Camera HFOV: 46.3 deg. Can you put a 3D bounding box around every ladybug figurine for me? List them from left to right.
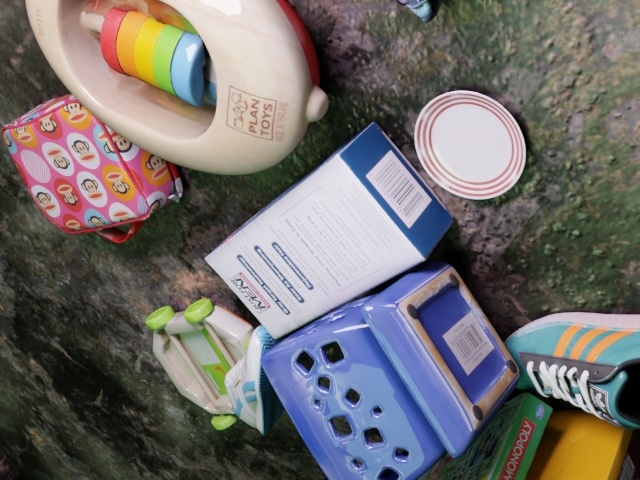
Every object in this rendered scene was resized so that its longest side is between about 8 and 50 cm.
[{"bbox_3d":[-0.174,-0.252,0.957,0.449,0.162,0.305,29,134,18],"label":"ladybug figurine"}]

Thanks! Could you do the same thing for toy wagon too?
[{"bbox_3d":[-0.171,0.228,1.387,0.344,0.068,0.267,-14,112,41],"label":"toy wagon"}]

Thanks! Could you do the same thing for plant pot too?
[{"bbox_3d":[0.106,0.169,0.958,0.212,0.236,0.236,-36,83,35],"label":"plant pot"}]

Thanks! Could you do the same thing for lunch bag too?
[{"bbox_3d":[-0.373,-0.114,1.242,0.293,0.120,0.258,-5,118,39],"label":"lunch bag"}]

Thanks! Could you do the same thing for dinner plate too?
[{"bbox_3d":[0.179,-0.115,0.899,0.141,0.017,0.141,20,132,24],"label":"dinner plate"}]

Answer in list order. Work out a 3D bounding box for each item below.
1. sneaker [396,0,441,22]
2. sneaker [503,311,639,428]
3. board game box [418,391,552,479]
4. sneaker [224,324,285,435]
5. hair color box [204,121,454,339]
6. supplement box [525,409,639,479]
[{"bbox_3d":[0.081,-0.284,0.784,0.261,0.104,0.125,5,126,35],"label":"sneaker"},{"bbox_3d":[0.337,0.161,0.911,0.302,0.121,0.108,-14,114,44],"label":"sneaker"},{"bbox_3d":[0.192,0.352,1.054,0.046,0.214,0.317,35,148,2],"label":"board game box"},{"bbox_3d":[-0.111,0.224,1.230,0.092,0.087,0.229,25,131,22],"label":"sneaker"},{"bbox_3d":[0.000,0.000,1.056,0.174,0.105,0.347,50,136,-6],"label":"hair color box"},{"bbox_3d":[0.363,0.360,0.990,0.129,0.191,0.194,-15,111,42],"label":"supplement box"}]
